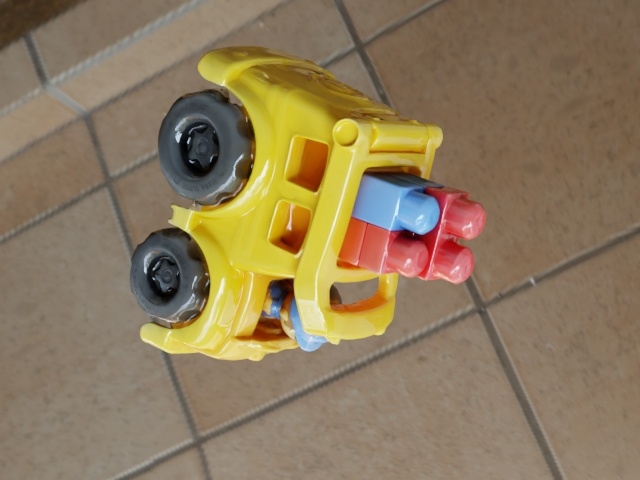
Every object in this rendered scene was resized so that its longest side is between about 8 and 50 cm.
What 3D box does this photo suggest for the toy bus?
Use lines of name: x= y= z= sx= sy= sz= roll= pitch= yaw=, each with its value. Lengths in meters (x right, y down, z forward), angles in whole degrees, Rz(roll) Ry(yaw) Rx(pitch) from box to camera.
toy bus: x=0.000 y=0.000 z=0.792 sx=0.211 sy=0.149 sz=0.220 roll=25 pitch=107 yaw=30
